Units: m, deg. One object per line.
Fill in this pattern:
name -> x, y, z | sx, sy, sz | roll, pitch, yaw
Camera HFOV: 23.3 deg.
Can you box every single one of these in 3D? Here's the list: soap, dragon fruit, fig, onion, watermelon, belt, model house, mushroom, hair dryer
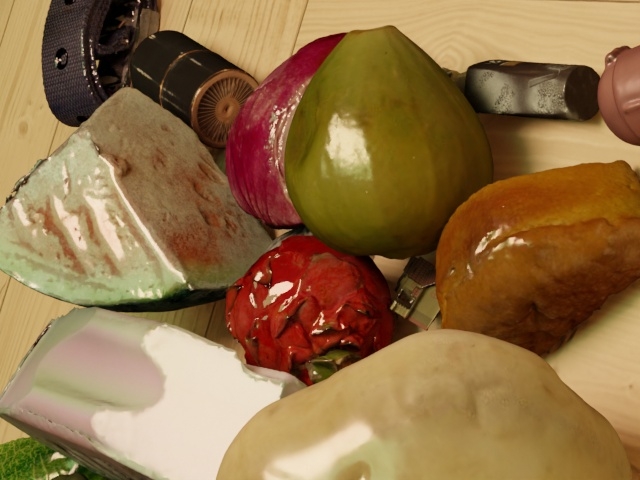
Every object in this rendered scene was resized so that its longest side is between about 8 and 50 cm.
soap -> -0.160, 0.196, 1.657 | 0.446, 0.261, 0.156 | 11, 67, 51
dragon fruit -> -0.009, 0.079, 1.622 | 0.209, 0.172, 0.172 | 25, 95, 51
fig -> 0.058, -0.090, 1.556 | 0.207, 0.207, 0.230 | -41, 76, 30
onion -> -0.032, -0.148, 1.734 | 0.250, 0.111, 0.247 | -55, 32, -3
watermelon -> -0.235, -0.050, 1.819 | 0.387, 0.228, 0.258 | 12, 98, 28
belt -> -0.291, -0.270, 2.113 | 0.126, 0.140, 0.230 | -9, 67, 41
model house -> 0.108, 0.047, 1.586 | 0.058, 0.057, 0.083 | -60, -4, 19
mushroom -> 0.074, 0.221, 1.340 | 0.353, 0.325, 0.353 | -9, 79, 49
hair dryer -> -0.209, -0.083, 1.976 | 0.189, 0.107, 0.352 | 37, 109, 48

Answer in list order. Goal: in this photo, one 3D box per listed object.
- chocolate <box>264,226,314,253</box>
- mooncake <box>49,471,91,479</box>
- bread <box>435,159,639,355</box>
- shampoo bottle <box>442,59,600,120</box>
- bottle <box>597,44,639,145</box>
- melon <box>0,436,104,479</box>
chocolate -> 0.000, 0.000, 1.718 | 0.167, 0.072, 0.072 | -41, 48, 34
mooncake -> -0.257, 0.439, 1.728 | 0.351, 0.187, 0.351 | -24, 59, 47
bread -> 0.187, 0.019, 1.450 | 0.260, 0.134, 0.129 | -40, 48, 32
shampoo bottle -> 0.193, -0.151, 1.572 | 0.208, 0.057, 0.063 | 12, 102, 53
bottle -> 0.357, -0.148, 1.339 | 0.253, 0.120, 0.120 | -19, 62, 45
melon -> -0.401, 0.356, 1.993 | 0.323, 0.124, 0.196 | -48, 52, 27
